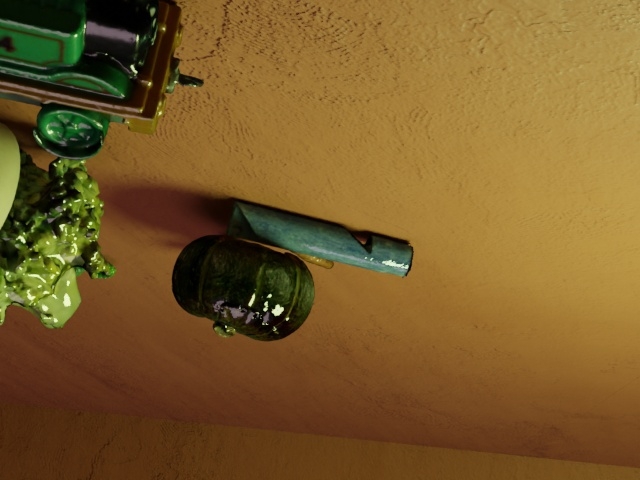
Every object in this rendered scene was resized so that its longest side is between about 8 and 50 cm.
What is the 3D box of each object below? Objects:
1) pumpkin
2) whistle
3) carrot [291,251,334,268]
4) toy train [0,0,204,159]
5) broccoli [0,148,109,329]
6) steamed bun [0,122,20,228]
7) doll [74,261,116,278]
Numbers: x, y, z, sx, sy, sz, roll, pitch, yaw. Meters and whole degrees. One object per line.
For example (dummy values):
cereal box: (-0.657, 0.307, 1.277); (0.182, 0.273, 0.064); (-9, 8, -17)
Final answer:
pumpkin: (-0.126, 0.082, 1.971); (0.238, 0.159, 0.238); (14, 178, 1)
whistle: (0.000, 0.000, 1.981); (0.304, 0.062, 0.062); (14, 160, -11)
carrot: (-0.018, 0.022, 2.094); (0.036, 0.035, 0.165); (-1, 160, 28)
toy train: (-0.333, -0.243, 1.324); (0.430, 0.178, 0.249); (11, 149, -5)
broccoli: (-0.468, -0.007, 1.786); (0.334, 0.323, 0.272); (6, 172, 46)
steamed bun: (-0.629, -0.039, 1.501); (0.456, 0.289, 0.371); (-17, 149, 42)
doll: (-0.493, 0.051, 2.380); (0.190, 0.050, 0.115); (2, 155, 15)
